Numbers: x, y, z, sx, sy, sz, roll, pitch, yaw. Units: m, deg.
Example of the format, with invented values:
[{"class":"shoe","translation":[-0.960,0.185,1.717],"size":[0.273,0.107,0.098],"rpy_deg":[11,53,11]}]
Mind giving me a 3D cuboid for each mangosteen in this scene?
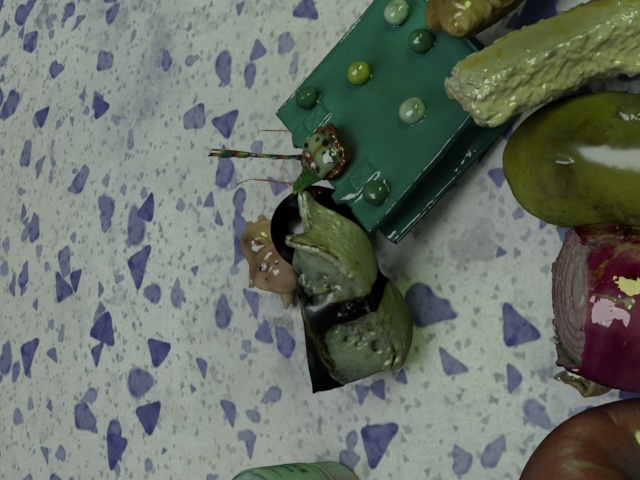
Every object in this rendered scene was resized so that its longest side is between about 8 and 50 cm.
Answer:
[{"class":"mangosteen","translation":[0.000,0.000,1.321],"size":[0.137,0.137,0.151],"rpy_deg":[13,128,43]}]

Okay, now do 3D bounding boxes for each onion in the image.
[{"class":"onion","translation":[0.328,0.067,0.943],"size":[0.201,0.207,0.200],"rpy_deg":[-2,76,7]}]

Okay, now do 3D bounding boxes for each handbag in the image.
[{"class":"handbag","translation":[0.092,-0.176,1.223],"size":[0.274,0.100,0.268],"rpy_deg":[-44,56,13]}]

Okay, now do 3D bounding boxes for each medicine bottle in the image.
[{"class":"medicine bottle","translation":[-0.034,0.366,1.265],"size":[0.135,0.168,0.135],"rpy_deg":[-8,78,43]}]

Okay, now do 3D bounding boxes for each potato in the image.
[{"class":"potato","translation":[0.305,-0.097,1.025],"size":[0.272,0.111,0.160],"rpy_deg":[9,80,47]}]

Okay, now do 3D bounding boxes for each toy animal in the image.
[{"class":"toy animal","translation":[-0.071,0.022,1.412],"size":[0.150,0.089,0.083],"rpy_deg":[58,144,27]}]

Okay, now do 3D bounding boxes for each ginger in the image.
[{"class":"ginger","translation":[0.256,-0.318,1.097],"size":[0.295,0.086,0.131],"rpy_deg":[-18,28,20]}]

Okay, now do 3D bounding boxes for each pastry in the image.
[{"class":"pastry","translation":[0.265,-0.198,1.031],"size":[0.258,0.089,0.121],"rpy_deg":[-21,38,8]}]

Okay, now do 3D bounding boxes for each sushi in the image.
[{"class":"sushi","translation":[0.045,0.061,1.198],"size":[0.109,0.134,0.272],"rpy_deg":[2,114,29]}]

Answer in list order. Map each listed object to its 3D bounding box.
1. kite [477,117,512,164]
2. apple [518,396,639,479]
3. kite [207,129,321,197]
[{"class":"kite","translation":[0.214,-0.160,1.207],"size":[0.090,0.004,0.122],"rpy_deg":[-19,68,35]},{"class":"apple","translation":[0.319,0.298,0.872],"size":[0.306,0.306,0.235],"rpy_deg":[24,131,42]},{"class":"kite","translation":[-0.047,-0.118,1.359],"size":[0.244,0.198,0.006],"rpy_deg":[1,129,13]}]
